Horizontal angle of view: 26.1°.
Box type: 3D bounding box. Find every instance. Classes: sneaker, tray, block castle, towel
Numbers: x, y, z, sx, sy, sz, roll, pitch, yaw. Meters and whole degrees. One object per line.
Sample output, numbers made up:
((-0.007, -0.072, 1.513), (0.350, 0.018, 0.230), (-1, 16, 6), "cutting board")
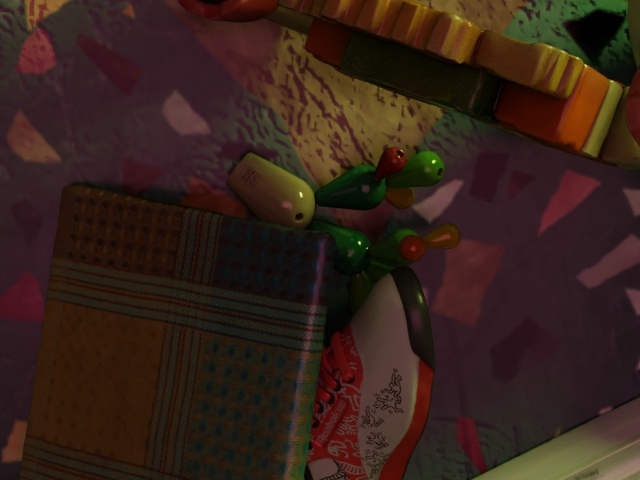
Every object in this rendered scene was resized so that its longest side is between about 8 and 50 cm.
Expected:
((-0.002, 0.132, 1.066), (0.145, 0.090, 0.270), (-3, 136, -12), "sneaker")
((0.243, 0.230, 1.186), (0.270, 0.030, 0.145), (-26, 97, 0), "tray")
((0.125, -0.233, 0.934), (0.453, 0.213, 0.303), (22, 97, 28), "block castle")
((-0.124, 0.156, 1.076), (0.271, 0.040, 0.370), (11, 94, 32), "towel")

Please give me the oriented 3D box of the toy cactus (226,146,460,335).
((0.000, 0.000, 1.116), (0.180, 0.112, 0.219), (37, 103, 3), "toy cactus")

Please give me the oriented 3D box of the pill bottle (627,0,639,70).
((0.441, -0.178, 1.063), (0.361, 0.204, 0.204), (-21, 98, 0), "pill bottle")
